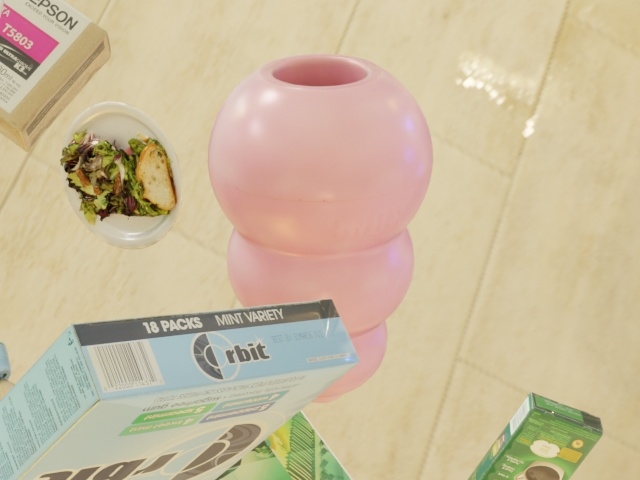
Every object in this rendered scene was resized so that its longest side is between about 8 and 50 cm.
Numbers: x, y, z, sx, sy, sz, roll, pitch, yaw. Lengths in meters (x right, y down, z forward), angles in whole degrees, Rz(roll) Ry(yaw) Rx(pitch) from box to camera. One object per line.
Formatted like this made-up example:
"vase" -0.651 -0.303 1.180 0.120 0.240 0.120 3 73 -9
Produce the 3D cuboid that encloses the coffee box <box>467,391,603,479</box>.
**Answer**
"coffee box" 0.290 0.297 1.911 0.113 0.184 0.040 21 32 -12

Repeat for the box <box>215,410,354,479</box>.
"box" -0.118 0.369 1.878 0.322 0.058 0.232 -37 89 -7

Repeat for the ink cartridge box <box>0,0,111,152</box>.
"ink cartridge box" -0.440 -0.269 1.934 0.234 0.088 0.193 34 74 6

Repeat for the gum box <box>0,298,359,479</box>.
"gum box" -0.095 0.096 0.700 0.157 0.184 0.041 -3 61 -44

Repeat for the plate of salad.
"plate of salad" -0.268 -0.082 1.836 0.200 0.200 0.048 55 34 4

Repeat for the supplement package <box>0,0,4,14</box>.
"supplement package" -0.210 -0.199 0.701 0.105 0.105 0.179 6 108 -40

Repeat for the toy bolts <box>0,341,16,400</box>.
"toy bolts" -0.421 0.178 1.441 0.228 0.218 0.158 -27 69 -40

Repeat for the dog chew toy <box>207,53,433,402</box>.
"dog chew toy" 0.000 0.000 1.310 0.206 0.206 0.332 -14 117 -28
